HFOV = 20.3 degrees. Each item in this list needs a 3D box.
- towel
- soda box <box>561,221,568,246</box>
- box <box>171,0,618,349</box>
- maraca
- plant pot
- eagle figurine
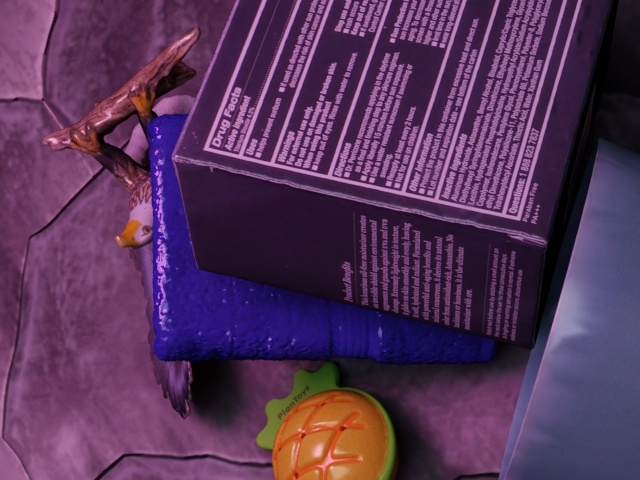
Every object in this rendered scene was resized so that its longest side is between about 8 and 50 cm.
[{"bbox_3d":[0.000,0.000,1.584,0.308,0.076,0.228,1,76,-11],"label":"towel"},{"bbox_3d":[0.181,-0.074,1.597,0.053,0.060,0.169,-12,75,23],"label":"soda box"},{"bbox_3d":[0.070,-0.105,1.456,0.294,0.183,0.296,14,60,10],"label":"box"},{"bbox_3d":[0.004,0.184,1.619,0.127,0.099,0.186,-45,40,3],"label":"maraca"},{"bbox_3d":[0.289,0.091,1.396,0.235,0.293,0.293,16,88,6],"label":"plant pot"},{"bbox_3d":[-0.124,-0.012,1.691,0.298,0.225,0.226,54,151,-6],"label":"eagle figurine"}]
